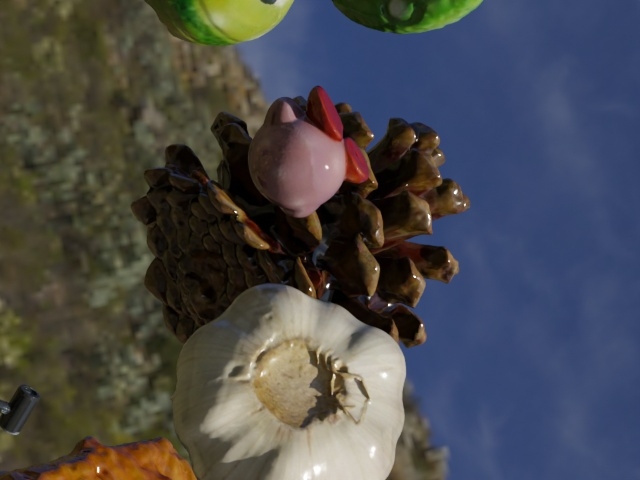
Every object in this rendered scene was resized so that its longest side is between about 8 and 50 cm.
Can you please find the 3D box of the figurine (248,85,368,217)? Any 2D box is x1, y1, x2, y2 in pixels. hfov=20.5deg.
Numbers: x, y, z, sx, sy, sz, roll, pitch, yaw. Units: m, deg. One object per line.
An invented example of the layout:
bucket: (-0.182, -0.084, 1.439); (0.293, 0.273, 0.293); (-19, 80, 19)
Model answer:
figurine: (-0.015, -0.057, 1.196); (0.067, 0.071, 0.083); (-79, 145, -68)

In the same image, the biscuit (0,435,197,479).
biscuit: (-0.204, 0.362, 1.926); (0.110, 0.318, 0.312); (-45, -112, 26)

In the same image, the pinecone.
pinecone: (0.000, 0.000, 1.988); (0.384, 0.384, 0.384); (28, -57, 53)

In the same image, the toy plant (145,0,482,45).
toy plant: (0.000, -0.284, 1.554); (0.316, 0.184, 0.224); (-5, -87, 27)

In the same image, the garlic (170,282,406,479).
garlic: (-0.031, 0.152, 1.478); (0.226, 0.199, 0.199); (109, -40, -65)

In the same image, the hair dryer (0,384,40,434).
hair dryer: (-0.326, 0.159, 1.762); (0.047, 0.083, 0.026); (-59, -151, 11)
